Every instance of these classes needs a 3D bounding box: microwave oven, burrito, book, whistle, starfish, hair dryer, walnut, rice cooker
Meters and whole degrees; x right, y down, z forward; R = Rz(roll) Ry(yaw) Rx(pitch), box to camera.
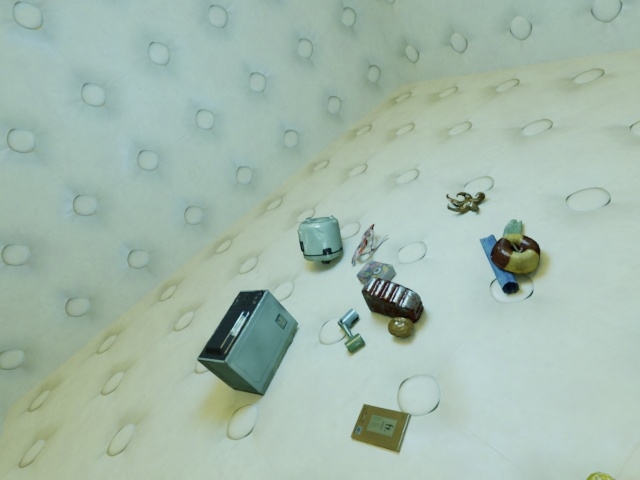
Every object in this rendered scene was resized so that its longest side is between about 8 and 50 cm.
[{"bbox_3d":[-0.305,0.421,1.701,0.218,0.286,0.355,-8,42,39],"label":"microwave oven"},{"bbox_3d":[0.759,-0.041,1.586,0.074,0.044,0.118,-10,40,42],"label":"burrito"},{"bbox_3d":[0.186,0.578,1.248,0.172,0.012,0.118,-6,39,40],"label":"book"},{"bbox_3d":[0.658,0.076,1.488,0.062,0.062,0.304,-22,31,19],"label":"whistle"},{"bbox_3d":[0.657,-0.177,1.854,0.146,0.074,0.190,-45,31,-23],"label":"starfish"},{"bbox_3d":[0.108,0.362,1.575,0.071,0.047,0.150,-33,49,-3],"label":"hair dryer"},{"bbox_3d":[0.296,0.319,1.466,0.096,0.082,0.079,-9,10,40],"label":"walnut"},{"bbox_3d":[0.000,0.000,2.069,0.226,0.244,0.226,-12,14,3],"label":"rice cooker"}]

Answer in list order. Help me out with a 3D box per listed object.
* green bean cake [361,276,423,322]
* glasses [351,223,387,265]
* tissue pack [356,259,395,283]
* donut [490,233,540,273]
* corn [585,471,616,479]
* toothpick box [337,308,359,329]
[{"bbox_3d":[0.282,0.235,1.552,0.232,0.198,0.097,16,63,35],"label":"green bean cake"},{"bbox_3d":[0.234,0.023,1.993,0.162,0.095,0.255,-41,14,54],"label":"glasses"},{"bbox_3d":[0.247,0.150,1.781,0.108,0.060,0.148,-45,30,-22],"label":"tissue pack"},{"bbox_3d":[0.698,0.040,1.427,0.184,0.073,0.166,-30,46,-34],"label":"donut"},{"bbox_3d":[0.537,0.592,0.812,0.248,0.081,0.081,-46,31,-21],"label":"corn"},{"bbox_3d":[0.115,0.327,1.653,0.083,0.052,0.052,-42,30,-17],"label":"toothpick box"}]
